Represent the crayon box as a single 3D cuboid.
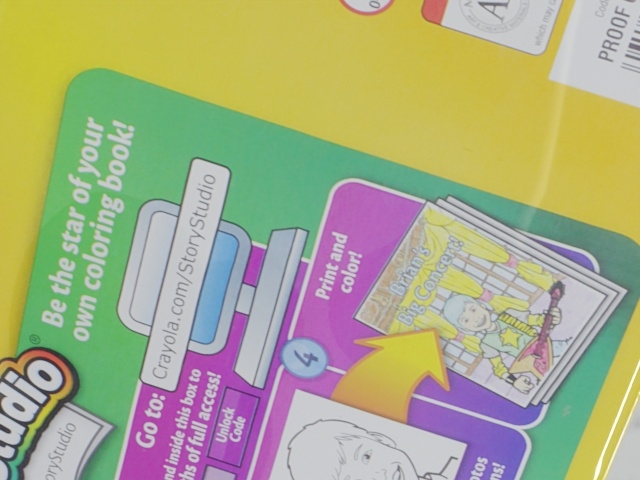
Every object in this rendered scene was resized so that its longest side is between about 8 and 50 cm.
[{"bbox_3d":[0.000,0.000,0.457,0.165,0.278,0.081,18,-148,3],"label":"crayon box"}]
